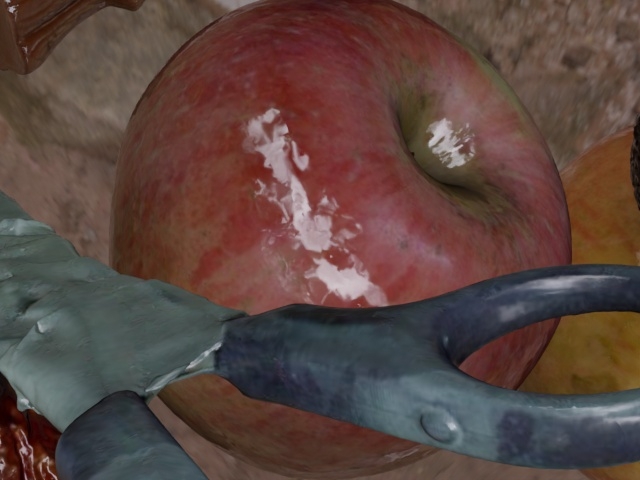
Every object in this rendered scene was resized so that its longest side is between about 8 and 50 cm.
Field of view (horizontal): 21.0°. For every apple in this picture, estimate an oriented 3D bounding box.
[{"bbox_3d":[0.341,0.072,1.610,0.364,0.364,0.364,0,79,1],"label":"apple"},{"bbox_3d":[0.000,0.000,1.128,0.269,0.345,0.345,-36,78,35],"label":"apple"}]

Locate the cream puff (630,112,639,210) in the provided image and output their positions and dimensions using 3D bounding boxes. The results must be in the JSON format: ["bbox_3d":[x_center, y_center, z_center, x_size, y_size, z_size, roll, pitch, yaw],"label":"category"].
[{"bbox_3d":[0.356,-0.057,1.303,0.239,0.165,0.239,10,64,-21],"label":"cream puff"}]

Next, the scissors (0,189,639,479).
[{"bbox_3d":[-0.076,0.034,0.554,0.256,0.383,0.029,-30,123,-32],"label":"scissors"}]

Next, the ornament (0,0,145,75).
[{"bbox_3d":[-0.274,-0.303,1.769,0.217,0.235,0.221,-32,69,-24],"label":"ornament"}]

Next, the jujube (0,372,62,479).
[{"bbox_3d":[-0.205,0.183,1.272,0.168,0.236,0.168,-17,43,16],"label":"jujube"}]
